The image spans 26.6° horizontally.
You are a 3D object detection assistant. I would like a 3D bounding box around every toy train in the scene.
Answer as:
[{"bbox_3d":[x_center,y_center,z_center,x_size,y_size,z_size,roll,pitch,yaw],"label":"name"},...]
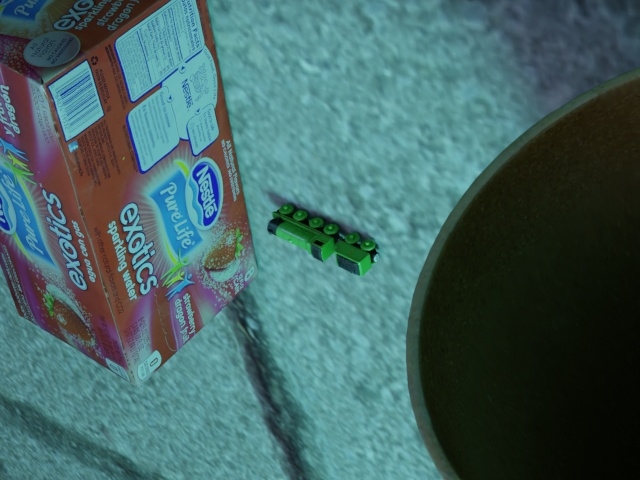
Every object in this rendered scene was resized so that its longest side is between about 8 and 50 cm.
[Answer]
[{"bbox_3d":[0.000,0.000,0.841,0.083,0.023,0.017,24,142,34],"label":"toy train"}]

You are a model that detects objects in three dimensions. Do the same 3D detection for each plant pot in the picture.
[{"bbox_3d":[0.186,0.092,0.548,0.237,0.237,0.254,20,153,38],"label":"plant pot"}]

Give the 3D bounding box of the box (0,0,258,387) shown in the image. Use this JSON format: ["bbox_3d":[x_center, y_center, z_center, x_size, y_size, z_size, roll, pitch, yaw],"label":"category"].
[{"bbox_3d":[-0.138,-0.050,0.853,0.122,0.128,0.257,27,144,31],"label":"box"}]
